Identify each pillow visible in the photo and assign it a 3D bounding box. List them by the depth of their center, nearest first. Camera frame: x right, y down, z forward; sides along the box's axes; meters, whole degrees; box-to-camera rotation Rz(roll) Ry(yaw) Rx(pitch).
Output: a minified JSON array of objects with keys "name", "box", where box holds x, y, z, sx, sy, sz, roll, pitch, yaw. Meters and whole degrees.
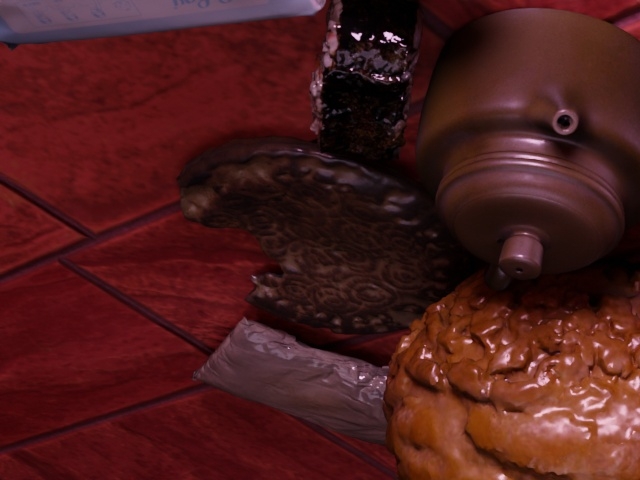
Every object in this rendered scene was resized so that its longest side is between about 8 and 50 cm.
[{"name":"pillow","box":[-0.001,0.144,1.962,0.230,0.050,0.148,23,144,-10]}]

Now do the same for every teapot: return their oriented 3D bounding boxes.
[{"name":"teapot","box":[0.158,-0.045,1.468,0.186,0.175,0.267,15,150,2]}]

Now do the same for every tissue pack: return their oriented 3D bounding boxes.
[{"name":"tissue pack","box":[-0.142,-0.224,1.372,0.263,0.089,0.177,-5,146,24]}]

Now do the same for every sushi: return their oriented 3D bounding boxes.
[{"name":"sushi","box":[0.032,-0.123,1.469,0.078,0.090,0.150,8,148,2]}]

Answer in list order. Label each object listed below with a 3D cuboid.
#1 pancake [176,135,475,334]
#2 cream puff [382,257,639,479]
[{"name":"pancake","box":[0.000,0.000,1.742,0.288,0.033,0.286,24,149,-17]},{"name":"cream puff","box":[0.216,0.127,1.666,0.327,0.231,0.343,1,176,23]}]
